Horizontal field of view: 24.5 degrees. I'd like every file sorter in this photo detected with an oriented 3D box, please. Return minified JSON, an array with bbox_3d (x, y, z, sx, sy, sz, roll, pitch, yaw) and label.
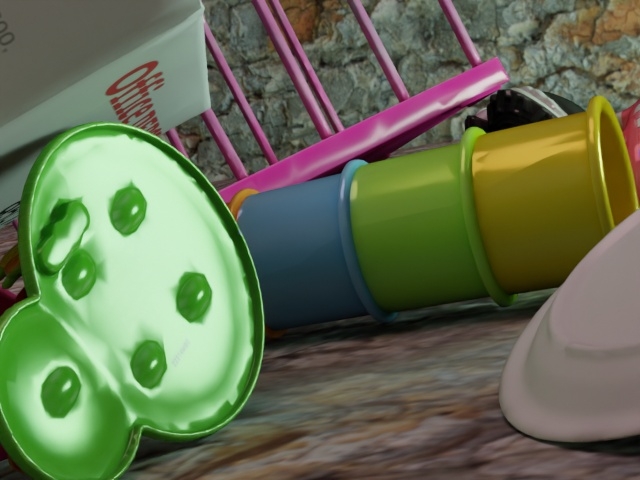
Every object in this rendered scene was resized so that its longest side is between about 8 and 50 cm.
[{"bbox_3d":[-0.069,-0.101,0.988,0.291,0.182,0.202,-28,0,-32],"label":"file sorter"}]

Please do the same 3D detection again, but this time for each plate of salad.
[{"bbox_3d":[0.150,0.011,0.494,0.200,0.048,0.200,-34,12,8],"label":"plate of salad"}]

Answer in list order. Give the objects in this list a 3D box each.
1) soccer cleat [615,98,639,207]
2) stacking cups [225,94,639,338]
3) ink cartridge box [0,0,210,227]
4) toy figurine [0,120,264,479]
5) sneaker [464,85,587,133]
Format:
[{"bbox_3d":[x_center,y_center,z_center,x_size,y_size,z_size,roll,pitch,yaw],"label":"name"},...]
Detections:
[{"bbox_3d":[0.234,-0.048,0.871,0.095,0.083,0.248,-4,5,23],"label":"soccer cleat"},{"bbox_3d":[0.000,0.000,0.758,0.316,0.096,0.096,-9,6,22],"label":"stacking cups"},{"bbox_3d":[-0.252,-0.045,0.639,0.395,0.166,0.285,-31,1,-4],"label":"ink cartridge box"},{"bbox_3d":[-0.131,0.052,0.592,0.159,0.130,0.173,-24,23,32],"label":"toy figurine"},{"bbox_3d":[0.164,-0.056,0.986,0.108,0.100,0.271,-6,5,-2],"label":"sneaker"}]
